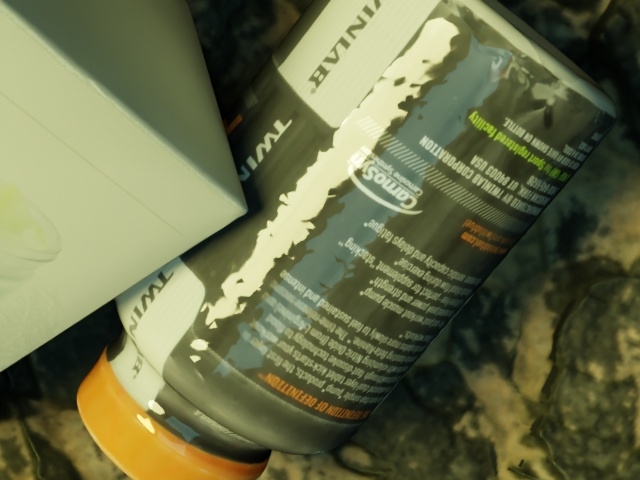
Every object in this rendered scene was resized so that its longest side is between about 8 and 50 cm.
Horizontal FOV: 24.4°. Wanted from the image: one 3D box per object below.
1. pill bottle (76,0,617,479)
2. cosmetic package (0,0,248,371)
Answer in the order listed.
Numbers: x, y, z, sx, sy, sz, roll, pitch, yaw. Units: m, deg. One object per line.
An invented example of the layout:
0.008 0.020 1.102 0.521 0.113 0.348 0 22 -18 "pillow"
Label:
0.000 0.000 0.627 0.130 0.130 0.246 36 103 -11 "pill bottle"
-0.187 -0.051 0.548 0.224 0.138 0.224 -33 138 15 "cosmetic package"
